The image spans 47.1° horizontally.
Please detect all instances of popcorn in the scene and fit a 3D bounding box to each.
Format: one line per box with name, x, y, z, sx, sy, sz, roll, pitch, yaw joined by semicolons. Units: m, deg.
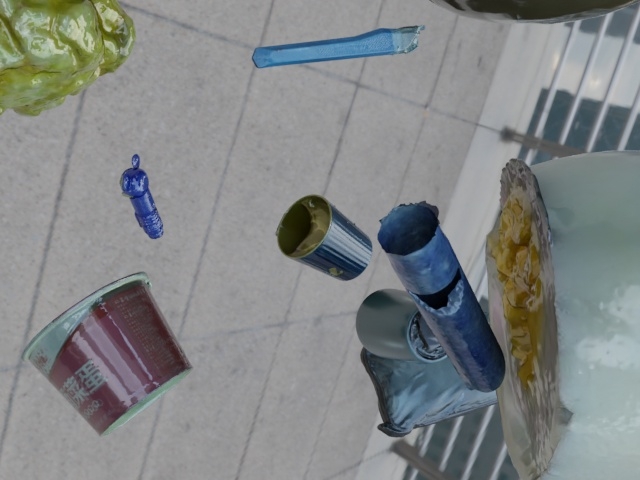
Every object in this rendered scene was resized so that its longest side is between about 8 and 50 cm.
popcorn;-0.512;-0.352;1.313;0.334;0.292;0.293;-85;-170;-73

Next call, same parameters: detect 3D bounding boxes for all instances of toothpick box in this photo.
toothpick box;0.144;0.142;1.212;0.120;0.184;0.120;1;88;-21

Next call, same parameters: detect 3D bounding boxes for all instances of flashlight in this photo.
flashlight;-0.228;-0.049;0.928;0.121;0.035;0.057;81;14;-46

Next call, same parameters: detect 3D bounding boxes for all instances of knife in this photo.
knife;0.033;-0.298;1.127;0.296;0.026;0.044;-12;117;-23

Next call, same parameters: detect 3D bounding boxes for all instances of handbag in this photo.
handbag;0.236;0.257;1.452;0.332;0.191;0.075;-12;161;-24

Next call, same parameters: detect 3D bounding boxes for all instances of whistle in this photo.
whistle;0.136;0.071;0.758;0.062;0.062;0.304;-55;140;-17

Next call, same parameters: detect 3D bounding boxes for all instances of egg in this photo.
egg;0.363;0.080;0.753;0.354;0.340;0.354;-2;90;-87

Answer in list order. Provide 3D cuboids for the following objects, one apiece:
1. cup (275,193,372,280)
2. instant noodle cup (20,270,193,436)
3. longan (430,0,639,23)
cup;0.000;0.000;1.432;0.155;0.176;0.131;32;74;-42
instant noodle cup;-0.329;0.188;1.182;0.235;0.178;0.235;-37;173;-5
longan;0.137;-0.284;0.409;0.319;0.319;0.319;-34;137;-40
